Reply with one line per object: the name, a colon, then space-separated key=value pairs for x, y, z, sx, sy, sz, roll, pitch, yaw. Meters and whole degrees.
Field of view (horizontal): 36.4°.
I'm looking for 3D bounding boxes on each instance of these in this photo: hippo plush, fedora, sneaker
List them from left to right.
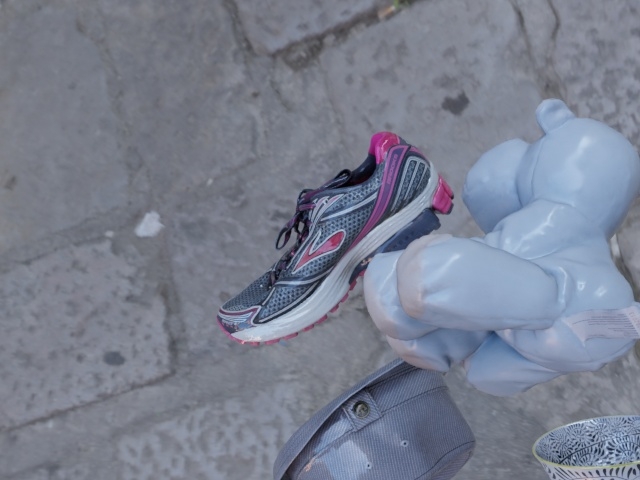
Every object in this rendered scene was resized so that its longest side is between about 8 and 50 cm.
sneaker: x=0.000 y=0.000 z=1.087 sx=0.299 sy=0.112 sz=0.121 roll=-40 pitch=22 yaw=5
fedora: x=0.084 y=0.246 z=1.136 sx=0.275 sy=0.244 sz=0.124 roll=-27 pitch=63 yaw=-19
hippo plush: x=0.181 y=-0.011 z=0.856 sx=0.294 sy=0.234 sz=0.237 roll=-20 pitch=49 yaw=55

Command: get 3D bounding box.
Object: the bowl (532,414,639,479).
bowl: x=0.335 y=0.265 z=1.114 sx=0.170 sy=0.170 sz=0.080 roll=-10 pitch=96 yaw=19
